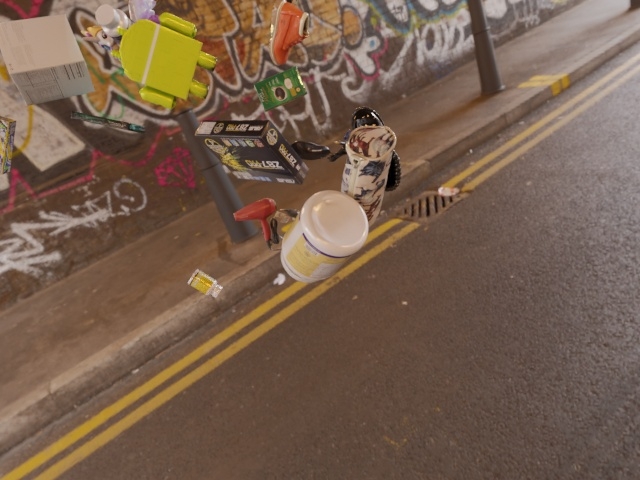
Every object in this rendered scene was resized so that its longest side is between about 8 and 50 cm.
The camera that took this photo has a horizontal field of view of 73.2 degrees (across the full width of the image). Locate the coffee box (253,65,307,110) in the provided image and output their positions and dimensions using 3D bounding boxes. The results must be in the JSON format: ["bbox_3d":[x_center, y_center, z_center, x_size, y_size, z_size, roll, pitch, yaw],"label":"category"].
[{"bbox_3d":[-0.157,-0.594,1.697,0.184,0.113,0.040,-24,9,0],"label":"coffee box"}]

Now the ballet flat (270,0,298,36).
[{"bbox_3d":[-0.159,-1.092,2.044,0.096,0.280,0.095,-7,56,-28],"label":"ballet flat"}]

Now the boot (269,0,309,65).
[{"bbox_3d":[-0.071,-0.466,0.998,0.084,0.158,0.059,22,59,2],"label":"boot"}]

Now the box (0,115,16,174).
[{"bbox_3d":[-0.985,-0.293,1.322,0.059,0.169,0.054,15,15,-16],"label":"box"}]

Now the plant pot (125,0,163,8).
[{"bbox_3d":[-0.858,-1.223,2.063,0.236,0.236,0.032,-22,49,2],"label":"plant pot"}]

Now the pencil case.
[{"bbox_3d":[0.144,-0.202,1.506,0.183,0.410,0.160,-34,64,-24],"label":"pencil case"}]

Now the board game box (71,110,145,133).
[{"bbox_3d":[-0.694,-0.388,1.420,0.186,0.026,0.126,12,10,-1],"label":"board game box"}]

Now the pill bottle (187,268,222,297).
[{"bbox_3d":[-0.422,0.161,1.588,0.065,0.116,0.065,-55,8,12],"label":"pill bottle"}]

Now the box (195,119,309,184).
[{"bbox_3d":[-0.288,-0.373,1.821,0.394,0.318,0.097,11,69,34],"label":"box"}]

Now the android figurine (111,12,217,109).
[{"bbox_3d":[-0.443,-0.510,1.223,0.272,0.248,0.056,14,12,-19],"label":"android figurine"}]

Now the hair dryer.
[{"bbox_3d":[-0.246,-0.077,1.922,0.224,0.293,0.080,-66,24,7],"label":"hair dryer"}]

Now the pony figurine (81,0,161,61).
[{"bbox_3d":[-0.717,-0.815,1.755,0.351,0.363,0.303,-62,-1,-41],"label":"pony figurine"}]

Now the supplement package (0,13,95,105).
[{"bbox_3d":[-0.853,-0.561,1.340,0.203,0.194,0.149,-22,-14,-22],"label":"supplement package"}]

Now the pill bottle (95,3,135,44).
[{"bbox_3d":[-0.692,-0.736,1.491,0.094,0.094,0.169,-20,-5,7],"label":"pill bottle"}]

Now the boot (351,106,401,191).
[{"bbox_3d":[0.231,-0.381,1.764,0.131,0.348,0.260,-26,13,15],"label":"boot"}]

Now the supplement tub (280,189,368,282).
[{"bbox_3d":[0.000,0.000,1.534,0.241,0.241,0.331,-39,-6,-33],"label":"supplement tub"}]

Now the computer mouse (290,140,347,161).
[{"bbox_3d":[0.006,-0.390,1.891,0.262,0.060,0.184,6,-15,-35],"label":"computer mouse"}]
